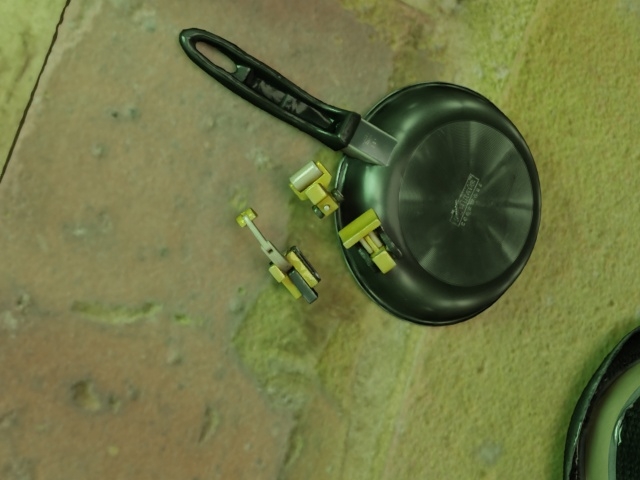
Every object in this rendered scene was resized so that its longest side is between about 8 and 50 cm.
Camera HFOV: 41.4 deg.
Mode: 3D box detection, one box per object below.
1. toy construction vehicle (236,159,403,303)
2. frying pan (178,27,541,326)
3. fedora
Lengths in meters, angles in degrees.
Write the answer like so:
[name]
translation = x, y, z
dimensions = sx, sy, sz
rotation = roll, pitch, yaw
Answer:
[toy construction vehicle]
translation = 0.000, 0.000, 0.602
dimensions = 0.086, 0.035, 0.098
rotation = -34, 103, 8
[frying pan]
translation = 0.066, -0.078, 0.651
dimensions = 0.197, 0.053, 0.326
rotation = -43, 110, -20
[fedora]
translation = 0.375, 0.220, 0.737
dimensions = 0.334, 0.152, 0.334
rotation = 0, 90, -25
